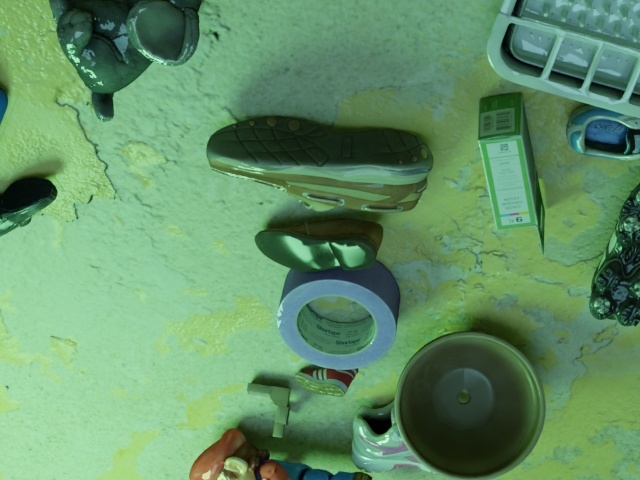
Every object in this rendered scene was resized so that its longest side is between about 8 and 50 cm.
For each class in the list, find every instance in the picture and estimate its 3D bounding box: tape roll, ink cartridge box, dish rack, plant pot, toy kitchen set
[{"bbox_3d":[0.029,0.109,1.931,0.189,0.080,0.189,5,128,7],"label":"tape roll"},{"bbox_3d":[0.269,-0.088,1.717,0.062,0.109,0.209,-7,127,15],"label":"ink cartridge box"},{"bbox_3d":[0.384,-0.327,1.536,0.285,0.072,0.333,16,129,-2],"label":"dish rack"},{"bbox_3d":[0.235,0.258,1.966,0.237,0.110,0.237,0,92,1],"label":"plant pot"},{"bbox_3d":[-0.091,0.293,2.105,0.075,0.083,0.068,8,170,3],"label":"toy kitchen set"}]

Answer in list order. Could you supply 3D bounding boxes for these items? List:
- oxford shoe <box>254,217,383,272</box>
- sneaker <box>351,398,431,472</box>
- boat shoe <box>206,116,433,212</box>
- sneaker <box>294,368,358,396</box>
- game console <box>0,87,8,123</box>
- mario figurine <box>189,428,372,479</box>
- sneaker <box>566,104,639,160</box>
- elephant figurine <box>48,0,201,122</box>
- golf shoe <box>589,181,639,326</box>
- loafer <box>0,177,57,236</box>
[{"bbox_3d":[0.000,0.000,1.862,0.212,0.076,0.076,3,132,28],"label":"oxford shoe"},{"bbox_3d":[0.163,0.324,2.062,0.252,0.103,0.111,-7,128,14],"label":"sneaker"},{"bbox_3d":[-0.005,-0.094,1.754,0.324,0.123,0.116,8,131,5],"label":"boat shoe"},{"bbox_3d":[0.014,0.223,2.053,0.118,0.067,0.042,6,138,45],"label":"sneaker"},{"bbox_3d":[-0.644,-0.156,1.763,0.173,0.293,0.250,35,108,35],"label":"game console"},{"bbox_3d":[-0.078,0.448,2.142,0.320,0.170,0.198,9,134,13],"label":"mario figurine"},{"bbox_3d":[0.454,-0.144,1.658,0.237,0.086,0.085,-3,126,10],"label":"sneaker"},{"bbox_3d":[-0.222,-0.301,1.617,0.239,0.169,0.186,-17,154,3],"label":"elephant figurine"},{"bbox_3d":[0.459,-0.012,1.754,0.105,0.120,0.273,25,112,-2],"label":"golf shoe"},{"bbox_3d":[-0.472,-0.050,1.911,0.170,0.062,0.061,-17,145,26],"label":"loafer"}]
